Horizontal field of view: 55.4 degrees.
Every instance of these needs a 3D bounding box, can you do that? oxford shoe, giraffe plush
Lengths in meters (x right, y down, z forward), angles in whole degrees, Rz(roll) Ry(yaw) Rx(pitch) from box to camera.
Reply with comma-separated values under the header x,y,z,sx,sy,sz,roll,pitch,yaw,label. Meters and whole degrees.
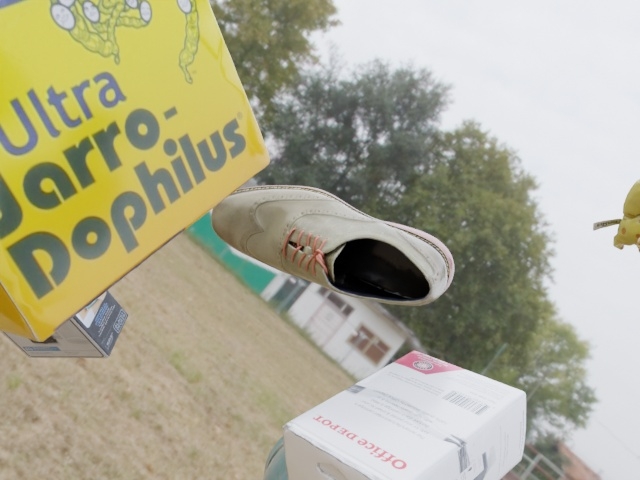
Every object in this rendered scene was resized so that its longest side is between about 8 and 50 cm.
x,y,z,sx,sy,sz,roll,pitch,yaw,label
0.000,0.000,0.799,0.348,0.123,0.130,13,10,15,oxford shoe
0.683,-0.015,1.209,0.181,0.210,0.170,55,13,-35,giraffe plush

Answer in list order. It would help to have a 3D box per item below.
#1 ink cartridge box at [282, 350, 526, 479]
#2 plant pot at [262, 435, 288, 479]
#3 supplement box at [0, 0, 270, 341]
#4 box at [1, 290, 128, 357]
x,y,z,sx,sy,sz,roll,pitch,yaw,label
0.092,0.214,0.644,0.158,0.217,0.092,14,-68,45,ink cartridge box
0.014,0.431,1.010,0.271,0.272,0.255,41,-8,-14,plant pot
-0.248,-0.087,0.419,0.356,0.194,0.195,3,-55,39,supplement box
-0.443,0.064,0.920,0.169,0.087,0.290,-2,-44,18,box
